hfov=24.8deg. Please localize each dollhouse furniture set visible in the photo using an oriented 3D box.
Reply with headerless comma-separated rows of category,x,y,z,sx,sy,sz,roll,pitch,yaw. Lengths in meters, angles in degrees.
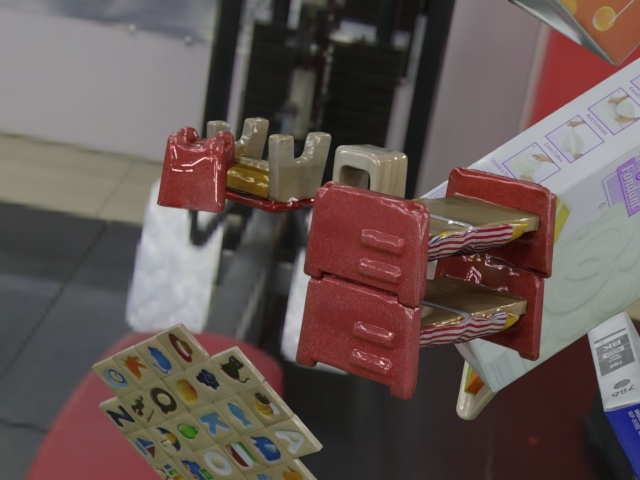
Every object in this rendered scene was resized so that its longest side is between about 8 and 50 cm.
dollhouse furniture set,0.000,0.000,1.276,0.374,0.152,0.201,17,16,40

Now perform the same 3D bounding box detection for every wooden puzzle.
wooden puzzle,0.268,0.133,2.192,0.044,0.239,0.221,20,59,-9

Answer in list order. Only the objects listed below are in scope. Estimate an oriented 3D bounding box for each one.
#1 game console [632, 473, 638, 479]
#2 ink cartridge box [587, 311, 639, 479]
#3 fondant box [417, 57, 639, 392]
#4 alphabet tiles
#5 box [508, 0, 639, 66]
game console,0.446,0.333,1.927,0.044,0.213,0.361,20,33,10
ink cartridge box,0.391,0.218,1.743,0.065,0.165,0.333,-26,12,12
fondant box,0.266,-0.018,1.500,0.330,0.238,0.096,-33,49,-5
alphabet tiles,-0.152,0.243,1.908,0.342,0.285,0.011,-26,18,49
box,0.121,-0.310,0.879,0.345,0.215,0.168,41,7,-30
